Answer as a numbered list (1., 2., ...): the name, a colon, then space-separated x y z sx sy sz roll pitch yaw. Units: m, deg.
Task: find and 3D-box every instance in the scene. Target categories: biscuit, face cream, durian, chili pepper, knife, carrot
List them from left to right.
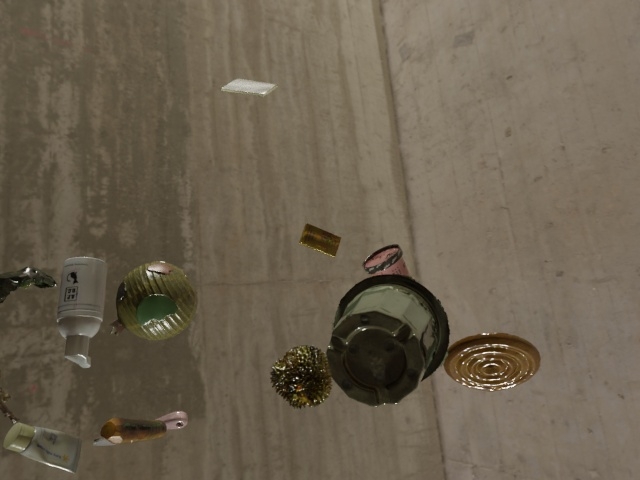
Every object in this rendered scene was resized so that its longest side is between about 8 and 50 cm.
1. chili pepper: -1.186 0.161 1.652 0.264 0.148 0.116 -58 162 -74
2. face cream: -0.822 0.618 1.274 0.070 0.224 0.114 -35 -141 10
3. face cream: -0.840 0.253 1.480 0.145 0.145 0.370 -39 -128 48
4. carrot: -0.559 0.575 1.282 0.260 0.070 0.070 60 13 -65
5. knife: -0.644 0.690 1.526 0.043 0.335 0.081 -107 -178 -51
6. durian: -0.067 0.560 1.723 0.293 0.258 0.258 -9 -99 62
7. biscuit: 0.474 0.347 1.178 0.262 0.262 0.037 -55 -164 39

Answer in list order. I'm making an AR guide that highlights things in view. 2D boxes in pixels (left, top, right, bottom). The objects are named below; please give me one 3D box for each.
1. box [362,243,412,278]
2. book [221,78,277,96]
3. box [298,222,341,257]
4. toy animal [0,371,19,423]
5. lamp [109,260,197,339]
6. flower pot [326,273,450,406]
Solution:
1. box: 0.246 0.109 1.511 0.151 0.151 0.135 -14 -70 55
2. book: -0.296 -0.640 1.766 0.198 0.138 0.016 13 -50 16
3. box: 0.000 0.000 1.643 0.089 0.156 0.022 -70 -164 -13
4. toy animal: -0.798 0.369 1.010 0.186 0.093 0.214 46 -37 10
5. lamp: -0.528 0.202 1.316 0.250 0.284 0.250 54 -9 13
6. flower pot: 0.140 0.224 0.913 0.290 0.259 0.291 0 -89 15
